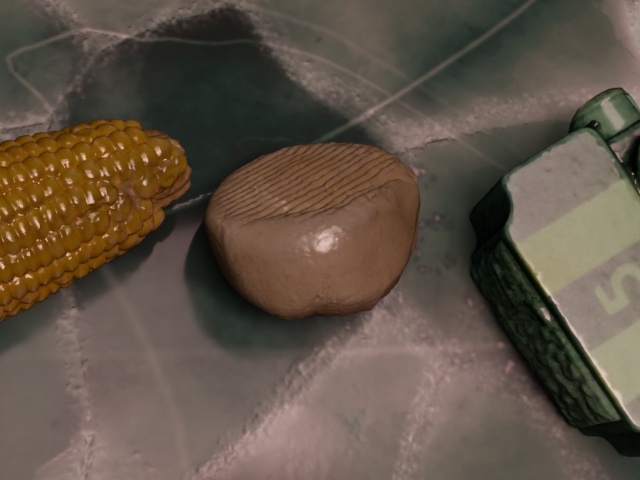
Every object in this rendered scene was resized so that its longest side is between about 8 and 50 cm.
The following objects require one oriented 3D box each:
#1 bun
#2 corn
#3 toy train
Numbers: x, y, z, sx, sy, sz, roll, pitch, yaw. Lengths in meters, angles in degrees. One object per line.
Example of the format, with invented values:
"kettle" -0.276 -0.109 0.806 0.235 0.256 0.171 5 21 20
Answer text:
"bun" 0.000 0.000 0.836 0.173 0.166 0.113 -14 120 -11
"corn" -0.256 0.001 0.766 0.347 0.130 0.130 -24 81 -22
"toy train" 0.268 0.031 0.880 0.238 0.167 0.299 -30 81 -10
